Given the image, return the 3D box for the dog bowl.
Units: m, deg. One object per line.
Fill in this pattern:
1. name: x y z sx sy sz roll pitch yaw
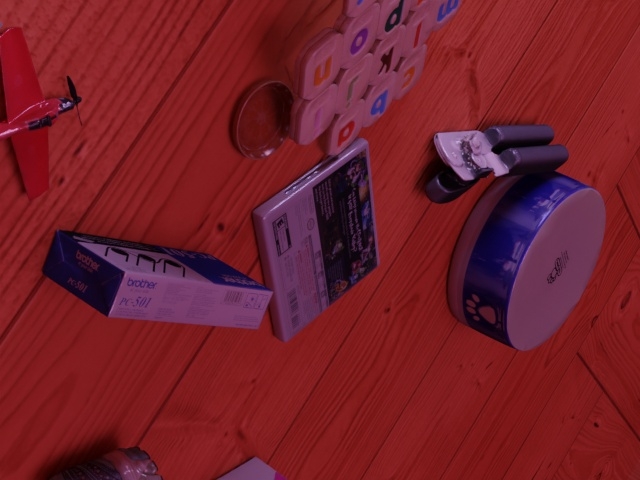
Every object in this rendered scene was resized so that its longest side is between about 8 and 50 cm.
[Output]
1. dog bowl: 0.307 0.025 1.561 0.265 0.104 0.265 -30 134 -38

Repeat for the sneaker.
1. sneaker: -0.249 0.346 1.081 0.122 0.110 0.283 -1 107 -39

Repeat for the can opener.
1. can opener: 0.233 -0.112 1.422 0.280 0.074 0.093 -13 157 -46

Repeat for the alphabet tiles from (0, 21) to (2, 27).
1. alphabet tiles: -0.329 -0.089 0.722 0.237 0.009 0.198 -57 136 -8

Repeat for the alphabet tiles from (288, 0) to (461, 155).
1. alphabet tiles: 0.067 -0.220 1.101 0.284 0.021 0.278 -44 159 -27

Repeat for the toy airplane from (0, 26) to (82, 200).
1. toy airplane: -0.249 -0.089 0.834 0.151 0.028 0.151 -29 132 -39

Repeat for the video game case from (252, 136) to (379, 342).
1. video game case: 0.000 0.000 1.222 0.173 0.022 0.190 -38 137 -31

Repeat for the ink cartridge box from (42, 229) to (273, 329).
1. ink cartridge box: -0.146 0.039 0.992 0.207 0.097 0.046 12 103 -55

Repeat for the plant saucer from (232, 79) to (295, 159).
1. plant saucer: -0.058 -0.122 1.071 0.083 0.013 0.083 -32 135 -38

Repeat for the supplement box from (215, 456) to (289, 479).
1. supplement box: -0.087 0.396 1.293 0.114 0.111 0.220 -20 126 -44
